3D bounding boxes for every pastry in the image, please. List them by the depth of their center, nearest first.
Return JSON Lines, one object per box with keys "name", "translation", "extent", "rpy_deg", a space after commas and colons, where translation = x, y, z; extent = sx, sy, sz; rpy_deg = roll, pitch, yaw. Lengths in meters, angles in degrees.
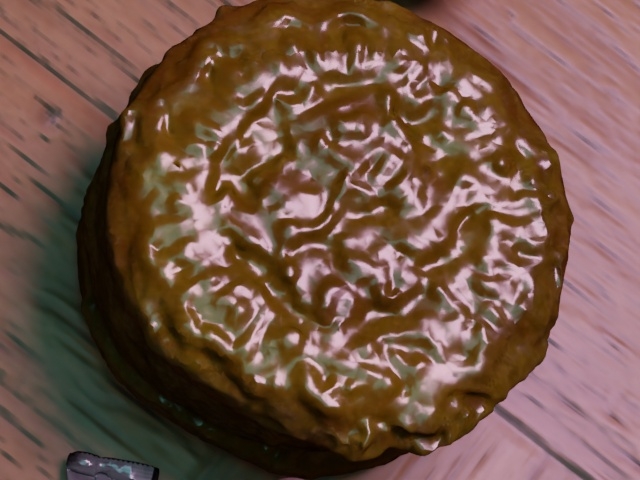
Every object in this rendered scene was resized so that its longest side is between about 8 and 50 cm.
{"name": "pastry", "translation": [0.000, 0.000, 0.733], "extent": [0.189, 0.103, 0.188], "rpy_deg": [2, 75, -9]}

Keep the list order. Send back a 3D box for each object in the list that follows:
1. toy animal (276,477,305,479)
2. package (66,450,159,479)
{"name": "toy animal", "translation": [-0.017, 0.197, 0.654], "extent": [0.171, 0.171, 0.197], "rpy_deg": [-32, 89, -16]}
{"name": "package", "translation": [-0.090, 0.138, 0.725], "extent": [0.037, 0.015, 0.110], "rpy_deg": [11, 72, -5]}
